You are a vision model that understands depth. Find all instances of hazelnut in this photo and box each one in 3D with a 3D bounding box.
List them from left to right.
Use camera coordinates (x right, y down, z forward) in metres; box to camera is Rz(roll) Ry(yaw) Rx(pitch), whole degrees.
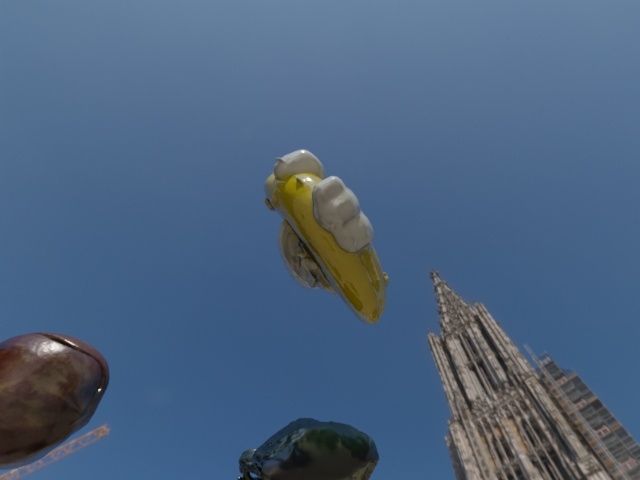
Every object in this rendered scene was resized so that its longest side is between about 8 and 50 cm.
[{"bbox_3d":[-0.489,0.277,0.748,0.218,0.234,0.218,14,-43,13],"label":"hazelnut"}]

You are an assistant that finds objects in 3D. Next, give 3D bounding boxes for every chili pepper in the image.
[{"bbox_3d":[-0.024,0.302,0.551,0.148,0.116,0.264,-1,-52,-17],"label":"chili pepper"}]

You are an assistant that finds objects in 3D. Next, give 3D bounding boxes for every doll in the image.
[{"bbox_3d":[0.000,0.000,0.578,0.111,0.237,0.252,-35,-56,-19],"label":"doll"}]
